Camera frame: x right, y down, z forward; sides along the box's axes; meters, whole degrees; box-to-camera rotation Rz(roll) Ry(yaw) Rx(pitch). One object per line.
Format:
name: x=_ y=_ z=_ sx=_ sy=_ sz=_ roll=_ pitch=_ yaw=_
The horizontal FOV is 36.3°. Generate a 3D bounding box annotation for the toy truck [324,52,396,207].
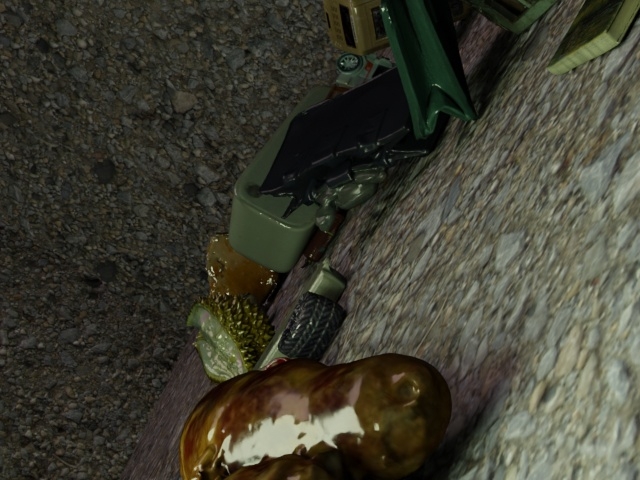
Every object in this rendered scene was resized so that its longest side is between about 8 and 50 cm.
toy truck: x=0.070 y=-0.218 z=1.893 sx=0.305 sy=0.162 sz=0.136 roll=-62 pitch=-24 yaw=-24

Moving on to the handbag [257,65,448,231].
handbag: x=0.063 y=-0.156 z=1.615 sx=0.326 sy=0.118 sz=0.269 roll=-23 pitch=30 yaw=40

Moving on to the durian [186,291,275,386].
durian: x=-0.144 y=0.199 z=1.821 sx=0.237 sy=0.138 sz=0.193 roll=64 pitch=146 yaw=29

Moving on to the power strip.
power strip: x=-0.041 y=0.151 z=1.597 sx=0.272 sy=0.052 sz=0.078 roll=-57 pitch=7 yaw=8

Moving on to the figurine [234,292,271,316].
figurine: x=-0.180 y=0.207 z=2.132 sx=0.197 sy=0.093 sz=0.147 roll=-62 pitch=-4 yaw=-18

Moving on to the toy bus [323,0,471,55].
toy bus: x=0.161 y=-0.467 z=1.912 sx=0.289 sy=0.139 sz=0.157 roll=-22 pitch=31 yaw=-18

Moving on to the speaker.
speaker: x=-0.038 y=-0.129 z=2.060 sx=0.406 sy=0.183 sz=0.184 roll=-56 pitch=-10 yaw=-38

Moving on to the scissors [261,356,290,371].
scissors: x=-0.100 y=0.262 z=1.187 sx=0.248 sy=0.017 sz=0.144 roll=-44 pitch=43 yaw=1

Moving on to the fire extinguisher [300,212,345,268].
fire extinguisher: x=0.000 y=0.000 z=1.975 sx=0.132 sy=0.039 sz=0.056 roll=-59 pitch=-12 yaw=2

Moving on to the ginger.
ginger: x=-0.043 y=0.221 z=0.858 sx=0.254 sy=0.176 sz=0.418 roll=-55 pitch=11 yaw=-20

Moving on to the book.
book: x=0.325 y=-0.287 z=1.026 sx=0.228 sy=0.024 sz=0.160 roll=-60 pitch=5 yaw=-6

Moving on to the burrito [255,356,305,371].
burrito: x=-0.106 y=0.265 z=1.374 sx=0.175 sy=0.107 sz=0.348 roll=-43 pitch=0 yaw=-30

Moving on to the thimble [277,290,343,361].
thimble: x=-0.014 y=0.131 z=1.450 sx=0.104 sy=0.066 sz=0.095 roll=-65 pitch=7 yaw=-19

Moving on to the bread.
bread: x=-0.146 y=0.119 z=2.388 sx=0.248 sy=0.279 sz=0.315 roll=177 pitch=81 yaw=-82

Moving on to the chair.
chair: x=0.256 y=-0.379 z=1.404 sx=0.147 sy=0.136 sz=0.270 roll=-60 pitch=9 yaw=-17

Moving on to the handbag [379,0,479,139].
handbag: x=0.144 y=-0.319 z=1.400 sx=0.089 sy=0.238 sz=0.326 roll=-15 pitch=36 yaw=14
